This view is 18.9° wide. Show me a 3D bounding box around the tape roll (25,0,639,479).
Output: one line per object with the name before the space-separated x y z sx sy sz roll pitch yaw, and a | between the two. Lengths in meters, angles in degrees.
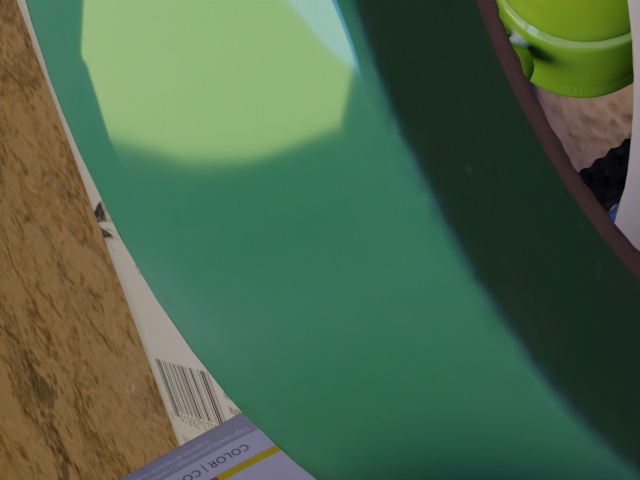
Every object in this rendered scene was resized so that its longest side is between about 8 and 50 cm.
tape roll | 0.058 -0.088 0.482 0.077 0.321 0.321 -13 102 35

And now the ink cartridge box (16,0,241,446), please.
ink cartridge box | 0.000 0.000 0.880 0.223 0.129 0.307 5 117 61

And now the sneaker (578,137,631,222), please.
sneaker | 0.083 0.029 0.709 0.082 0.209 0.069 55 -157 -19

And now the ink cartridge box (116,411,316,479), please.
ink cartridge box | -0.011 0.166 0.776 0.209 0.109 0.062 39 145 40

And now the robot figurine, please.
robot figurine | 0.093 -0.091 0.674 0.067 0.101 0.115 44 175 14
